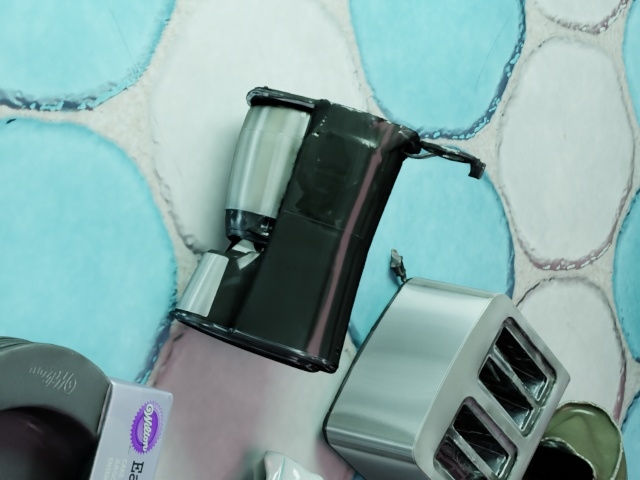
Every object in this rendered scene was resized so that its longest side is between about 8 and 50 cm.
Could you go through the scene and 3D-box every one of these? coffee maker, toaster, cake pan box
[{"bbox_3d":[0.000,0.000,0.908,0.120,0.171,0.178,29,75,-59],"label":"coffee maker"},{"bbox_3d":[0.103,0.132,1.062,0.185,0.110,0.168,49,61,-35],"label":"toaster"},{"bbox_3d":[-0.201,0.185,0.739,0.246,0.070,0.267,28,74,-61],"label":"cake pan box"}]

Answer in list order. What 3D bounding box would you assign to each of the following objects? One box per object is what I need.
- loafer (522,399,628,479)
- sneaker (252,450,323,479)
[{"bbox_3d":[0.222,0.208,1.147,0.251,0.094,0.087,-54,149,-58],"label":"loafer"},{"bbox_3d":[-0.058,0.225,0.966,0.061,0.054,0.152,42,63,-22],"label":"sneaker"}]
